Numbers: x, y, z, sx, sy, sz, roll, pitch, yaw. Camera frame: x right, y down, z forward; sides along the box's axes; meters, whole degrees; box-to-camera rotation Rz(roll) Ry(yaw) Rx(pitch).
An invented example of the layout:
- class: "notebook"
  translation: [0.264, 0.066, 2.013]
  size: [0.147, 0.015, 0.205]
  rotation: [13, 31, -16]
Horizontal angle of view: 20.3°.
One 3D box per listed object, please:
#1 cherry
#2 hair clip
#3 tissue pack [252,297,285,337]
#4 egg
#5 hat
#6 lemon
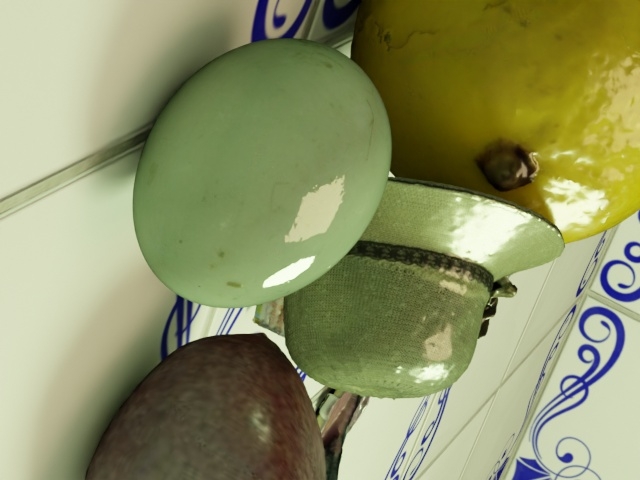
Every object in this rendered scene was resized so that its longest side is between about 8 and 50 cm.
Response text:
- class: "cherry"
  translation: [-0.083, 0.194, 1.326]
  size: [0.213, 0.184, 0.266]
  rotation: [116, -7, -74]
- class: "hair clip"
  translation: [0.024, 0.198, 1.963]
  size: [0.146, 0.056, 0.187]
  rotation: [78, 33, -65]
- class: "tissue pack"
  translation: [0.000, 0.000, 1.501]
  size: [0.108, 0.060, 0.148]
  rotation: [-48, 158, -44]
- class: "egg"
  translation: [-0.037, -0.043, 1.133]
  size: [0.192, 0.149, 0.149]
  rotation: [-48, 160, -25]
- class: "hat"
  translation: [0.043, 0.047, 1.305]
  size: [0.257, 0.257, 0.130]
  rotation: [58, 39, -73]
- class: "lemon"
  translation: [0.164, -0.143, 1.373]
  size: [0.297, 0.297, 0.297]
  rotation: [-55, 163, -25]
